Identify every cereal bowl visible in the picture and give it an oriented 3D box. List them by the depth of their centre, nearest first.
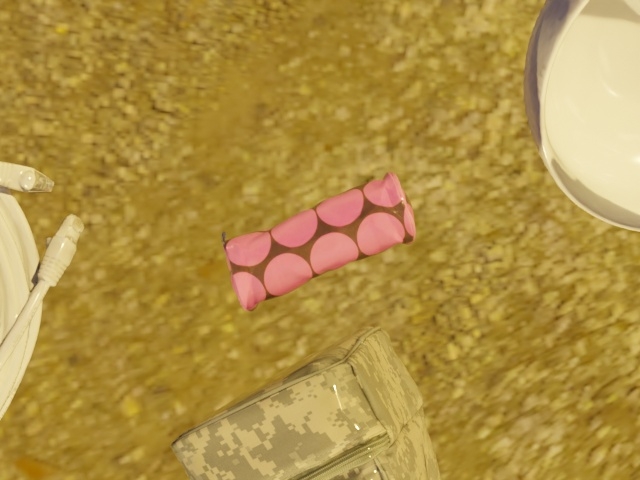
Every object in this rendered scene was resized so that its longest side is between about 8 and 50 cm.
[{"bbox_3d":[0.355,-0.185,1.538,0.339,0.339,0.141,-52,30,18],"label":"cereal bowl"}]

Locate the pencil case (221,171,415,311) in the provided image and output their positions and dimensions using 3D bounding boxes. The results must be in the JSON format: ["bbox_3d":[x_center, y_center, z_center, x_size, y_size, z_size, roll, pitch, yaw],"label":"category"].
[{"bbox_3d":[0.000,0.000,1.635,0.209,0.098,0.095,-21,74,4],"label":"pencil case"}]

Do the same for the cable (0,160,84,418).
[{"bbox_3d":[-0.308,0.041,0.977,0.089,0.257,0.257,3,72,63],"label":"cable"}]

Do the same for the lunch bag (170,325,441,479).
[{"bbox_3d":[0.014,0.249,1.525,0.212,0.305,0.256,-30,87,11],"label":"lunch bag"}]
